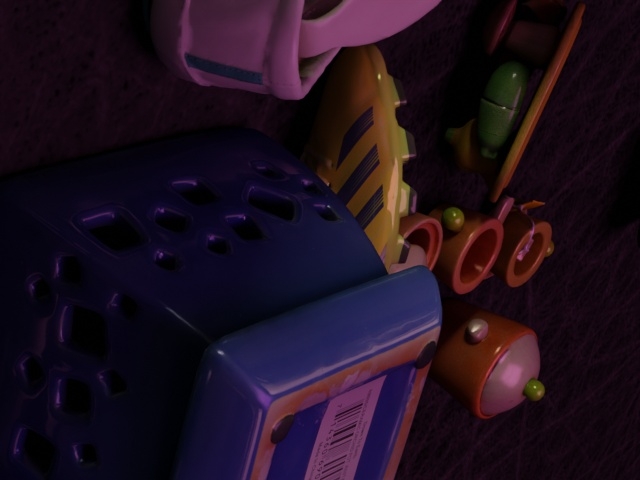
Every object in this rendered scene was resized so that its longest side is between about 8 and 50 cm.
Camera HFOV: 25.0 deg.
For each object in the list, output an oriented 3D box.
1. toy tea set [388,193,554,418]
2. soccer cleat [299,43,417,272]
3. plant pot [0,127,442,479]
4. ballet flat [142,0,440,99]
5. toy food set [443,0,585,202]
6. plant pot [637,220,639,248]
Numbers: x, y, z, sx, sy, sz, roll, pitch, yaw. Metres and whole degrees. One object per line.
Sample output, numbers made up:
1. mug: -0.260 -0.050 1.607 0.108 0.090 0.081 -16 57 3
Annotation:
1. toy tea set: 0.124 0.063 1.241 0.336 0.124 0.200 3 114 -57
2. soccer cleat: 0.000 0.001 1.037 0.093 0.121 0.289 -106 -160 -71
3. plant pot: -0.069 0.088 0.888 0.236 0.212 0.236 -17 130 -49
4. ballet flat: 0.066 -0.213 0.904 0.400 0.139 0.139 -44 147 -26
5. toy food set: 0.158 -0.142 1.180 0.128 0.071 0.218 -52 166 -71
6. plant pot: 0.450 -0.102 1.538 0.215 0.215 0.230 -28 123 -43
